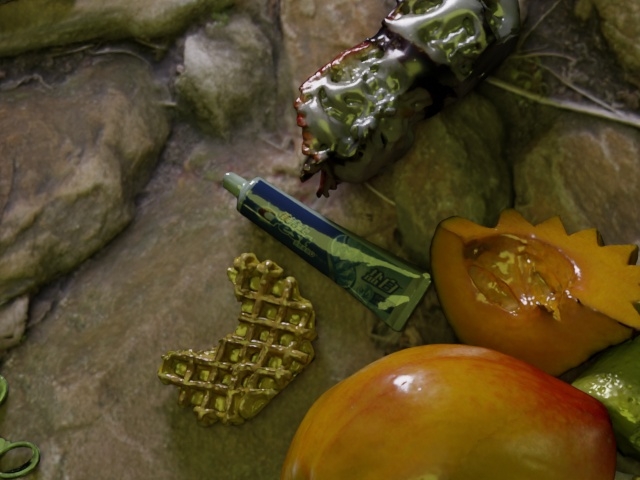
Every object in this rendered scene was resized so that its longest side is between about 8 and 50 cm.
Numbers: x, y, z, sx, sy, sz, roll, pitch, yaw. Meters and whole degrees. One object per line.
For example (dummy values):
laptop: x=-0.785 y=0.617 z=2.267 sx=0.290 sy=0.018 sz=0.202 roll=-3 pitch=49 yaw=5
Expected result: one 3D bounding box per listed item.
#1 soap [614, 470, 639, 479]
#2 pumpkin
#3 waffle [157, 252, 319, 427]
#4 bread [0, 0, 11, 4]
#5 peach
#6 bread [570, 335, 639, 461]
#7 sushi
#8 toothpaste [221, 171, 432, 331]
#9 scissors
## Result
soap: x=0.342 y=0.382 z=1.229 sx=0.173 sy=0.089 sz=0.274 roll=11 pitch=82 yaw=10
pumpkin: x=0.248 y=0.067 z=1.303 sx=0.254 sy=0.130 sz=0.149 roll=27 pitch=126 yaw=29
waffle: x=-0.092 y=0.116 z=1.362 sx=0.194 sy=0.051 sz=0.149 roll=-42 pitch=77 yaw=5
bread: x=-0.402 y=-0.349 z=1.495 sx=0.192 sy=0.036 sz=0.112 roll=-10 pitch=78 yaw=7
peach: x=0.127 y=0.238 z=1.199 sx=0.307 sy=0.289 sz=0.289 roll=-30 pitch=76 yaw=-20
bread: x=0.325 y=0.161 z=1.255 sx=0.114 sy=0.129 sz=0.111 roll=-46 pitch=46 yaw=-10
sushi: x=0.095 y=-0.182 z=1.342 sx=0.332 sy=0.124 sz=0.130 roll=-38 pitch=70 yaw=-1
toothpaste: x=-0.001 y=0.001 z=1.371 sx=0.268 sy=0.047 sz=0.069 roll=33 pitch=75 yaw=9
scissors: x=-0.426 y=0.248 z=1.408 sx=0.187 sy=0.020 sz=0.134 roll=-32 pitch=74 yaw=1
